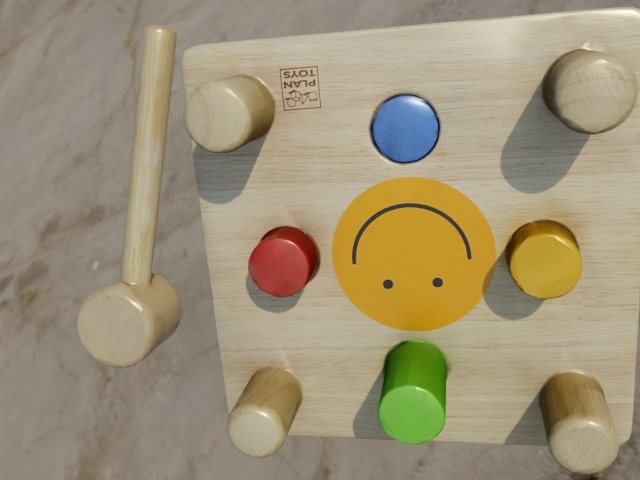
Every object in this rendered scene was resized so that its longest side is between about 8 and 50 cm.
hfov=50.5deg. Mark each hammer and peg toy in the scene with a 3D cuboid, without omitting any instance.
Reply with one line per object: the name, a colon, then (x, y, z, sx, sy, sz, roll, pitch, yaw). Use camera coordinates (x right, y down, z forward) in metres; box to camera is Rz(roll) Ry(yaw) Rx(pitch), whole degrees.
hammer and peg toy: (0.000, 0.000, 0.409, 0.361, 0.127, 0.266, 0, 107, 12)
